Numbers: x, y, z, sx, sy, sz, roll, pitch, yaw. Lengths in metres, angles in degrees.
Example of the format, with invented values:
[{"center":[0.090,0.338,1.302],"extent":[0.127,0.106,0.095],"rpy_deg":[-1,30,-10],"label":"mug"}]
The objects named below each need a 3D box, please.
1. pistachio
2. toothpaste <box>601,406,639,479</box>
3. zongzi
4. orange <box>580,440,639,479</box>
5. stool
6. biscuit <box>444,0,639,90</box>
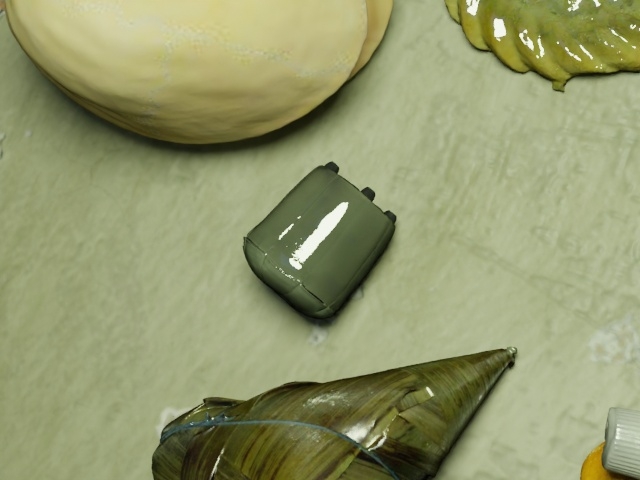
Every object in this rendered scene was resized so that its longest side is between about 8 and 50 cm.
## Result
[{"center":[-0.107,-0.198,1.093],"extent":[0.321,0.229,0.238],"rpy_deg":[1,117,16],"label":"pistachio"},{"center":[0.324,0.157,0.879],"extent":[0.282,0.068,0.099],"rpy_deg":[12,105,2],"label":"toothpaste"},{"center":[0.002,0.139,1.037],"extent":[0.221,0.112,0.242],"rpy_deg":[12,48,47],"label":"zongzi"},{"center":[0.220,0.176,0.937],"extent":[0.070,0.083,0.083],"rpy_deg":[-41,60,44],"label":"orange"},{"center":[0.000,0.000,1.066],"extent":[0.096,0.096,0.110],"rpy_deg":[40,87,26],"label":"stool"},{"center":[0.244,-0.230,1.057],"extent":[0.273,0.036,0.187],"rpy_deg":[-47,65,5],"label":"biscuit"}]
